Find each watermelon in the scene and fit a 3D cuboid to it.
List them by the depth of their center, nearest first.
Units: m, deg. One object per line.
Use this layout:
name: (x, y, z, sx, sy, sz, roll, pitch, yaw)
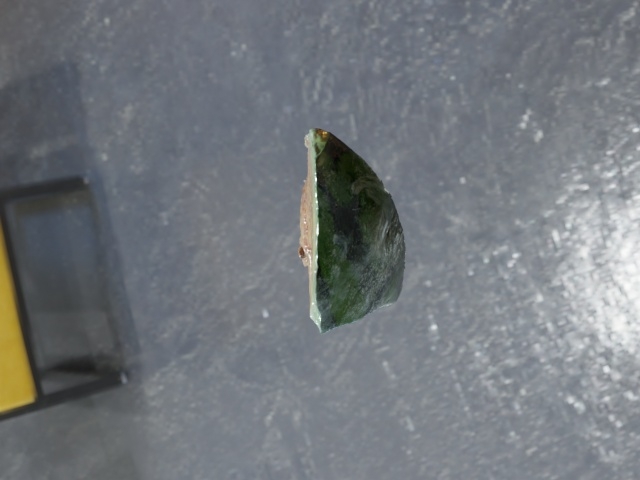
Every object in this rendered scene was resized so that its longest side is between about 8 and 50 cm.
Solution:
watermelon: (0.009, -0.001, 0.802, 0.080, 0.101, 0.155, 23, 135, 17)
